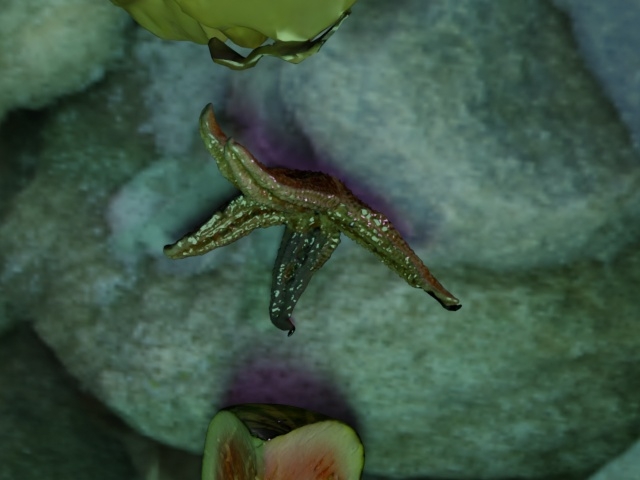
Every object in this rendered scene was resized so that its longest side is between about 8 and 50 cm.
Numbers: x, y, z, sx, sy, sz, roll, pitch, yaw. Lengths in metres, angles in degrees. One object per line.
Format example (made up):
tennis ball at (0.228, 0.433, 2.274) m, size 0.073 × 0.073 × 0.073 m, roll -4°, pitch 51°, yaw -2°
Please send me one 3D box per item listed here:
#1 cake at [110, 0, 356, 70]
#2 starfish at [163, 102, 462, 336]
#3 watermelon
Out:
cake at (-0.026, -0.197, 0.447) m, size 0.227 × 0.222 × 0.286 m, roll 42°, pitch 118°, yaw -19°
starfish at (0.001, -0.004, 0.680) m, size 0.130 × 0.041 × 0.133 m, roll 18°, pitch 150°, yaw 0°
watermelon at (-0.032, 0.126, 0.753) m, size 0.069 × 0.087 × 0.163 m, roll 26°, pitch 126°, yaw 25°
